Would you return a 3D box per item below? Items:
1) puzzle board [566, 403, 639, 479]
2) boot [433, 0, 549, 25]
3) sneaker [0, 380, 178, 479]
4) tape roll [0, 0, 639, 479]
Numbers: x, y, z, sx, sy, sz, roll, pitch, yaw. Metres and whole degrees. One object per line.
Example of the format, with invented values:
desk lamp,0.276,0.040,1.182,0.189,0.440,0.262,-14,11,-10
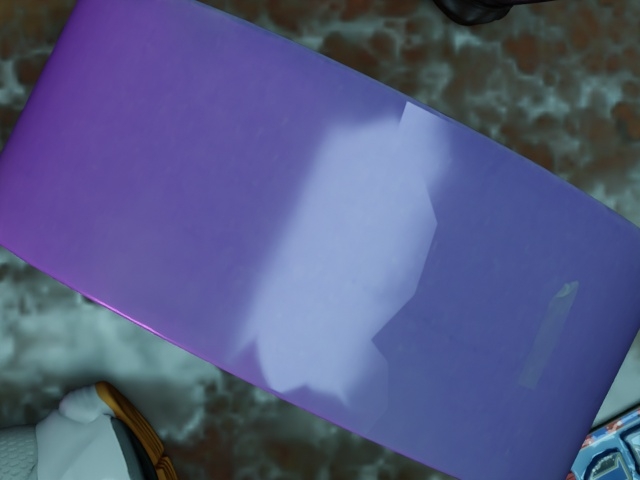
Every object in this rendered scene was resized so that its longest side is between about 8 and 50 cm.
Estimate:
puzzle board,0.099,0.123,0.575,0.128,0.011,0.096,-27,96,-5
boot,0.035,-0.112,0.499,0.106,0.114,0.037,40,87,-8
sneaker,-0.083,0.185,0.519,0.121,0.099,0.262,-15,88,1
tape roll,0.000,0.000,0.463,0.189,0.189,0.080,26,89,-9
